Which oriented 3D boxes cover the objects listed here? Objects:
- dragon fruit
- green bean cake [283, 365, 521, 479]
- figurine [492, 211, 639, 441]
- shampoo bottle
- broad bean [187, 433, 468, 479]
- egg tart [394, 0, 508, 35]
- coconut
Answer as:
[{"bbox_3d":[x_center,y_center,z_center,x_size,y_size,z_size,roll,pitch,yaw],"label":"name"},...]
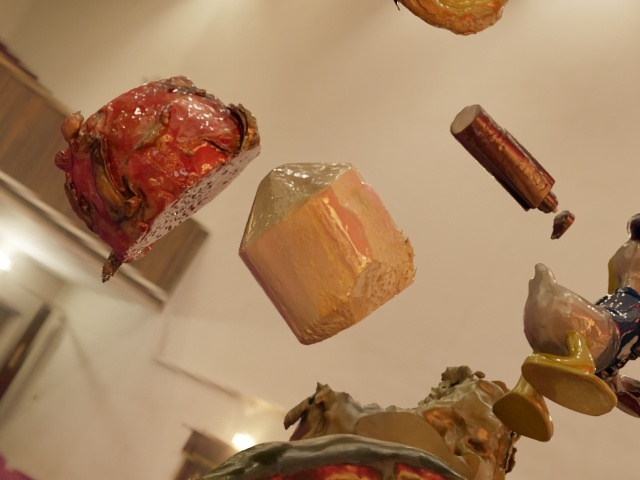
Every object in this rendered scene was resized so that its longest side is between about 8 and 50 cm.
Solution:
[{"bbox_3d":[-0.193,-0.083,1.444,0.282,0.211,0.147,-39,-92,32],"label":"dragon fruit"},{"bbox_3d":[0.101,0.276,1.710,0.310,0.285,0.202,21,-29,-7],"label":"green bean cake"},{"bbox_3d":[0.375,0.100,1.566,0.283,0.338,0.204,36,-30,-16],"label":"figurine"},{"bbox_3d":[0.284,-0.098,1.919,0.236,0.068,0.067,41,5,-21],"label":"shampoo bottle"},{"bbox_3d":[0.016,0.173,0.970,0.255,0.065,0.046,7,-31,-33],"label":"broad bean"},{"bbox_3d":[0.141,-0.342,1.562,0.212,0.212,0.090,39,-22,-32],"label":"egg tart"},{"bbox_3d":[0.000,0.000,0.946,0.122,0.116,0.116,56,-18,-3],"label":"coconut"}]
